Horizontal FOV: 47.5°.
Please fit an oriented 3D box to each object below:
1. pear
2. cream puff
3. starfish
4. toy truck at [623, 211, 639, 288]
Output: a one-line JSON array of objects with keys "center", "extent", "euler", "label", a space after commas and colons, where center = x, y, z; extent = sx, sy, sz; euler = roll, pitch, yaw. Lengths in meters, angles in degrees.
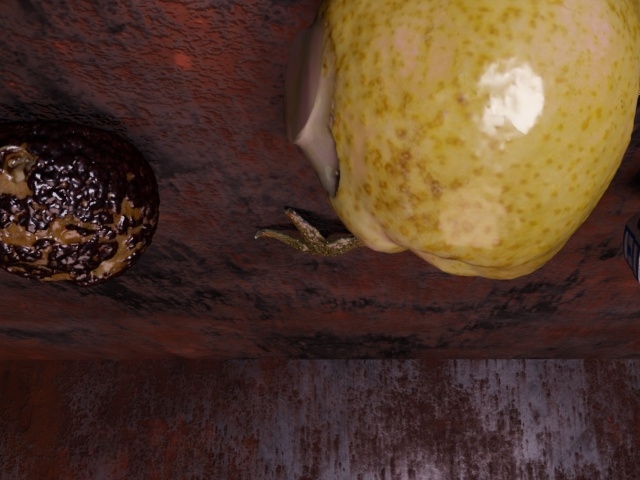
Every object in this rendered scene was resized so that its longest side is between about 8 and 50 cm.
[{"center": [0.109, -0.102, 0.523], "extent": [0.271, 0.271, 0.271], "euler": [1, 161, 0], "label": "pear"}, {"center": [-0.310, -0.037, 0.865], "extent": [0.238, 0.165, 0.239], "euler": [4, 162, 1], "label": "cream puff"}, {"center": [0.000, 0.000, 1.157], "extent": [0.208, 0.053, 0.176], "euler": [11, 170, -9], "label": "starfish"}, {"center": [0.491, -0.011, 0.920], "extent": [0.213, 0.177, 0.161], "euler": [-11, 124, 3], "label": "toy truck"}]
